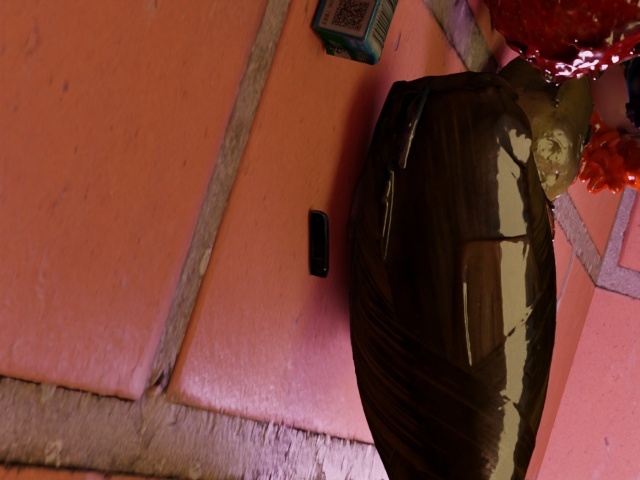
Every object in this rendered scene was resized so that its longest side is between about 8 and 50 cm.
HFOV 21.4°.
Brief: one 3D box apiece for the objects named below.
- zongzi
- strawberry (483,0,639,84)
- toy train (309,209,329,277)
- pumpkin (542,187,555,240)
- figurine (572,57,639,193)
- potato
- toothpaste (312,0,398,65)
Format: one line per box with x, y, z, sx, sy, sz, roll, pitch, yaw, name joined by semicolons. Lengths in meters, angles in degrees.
0.128;0.092;1.588;0.432;0.208;0.403;-89;179;-50;zongzi
0.281;-0.330;1.842;0.238;0.250;0.288;-23;111;-27;strawberry
0.000;0.000;1.555;0.083;0.017;0.017;90;20;-45;toy train
0.195;-0.019;1.928;0.111;0.163;0.278;-57;158;-43;pumpkin
0.441;-0.222;2.237;0.412;0.241;0.306;-46;-159;53;figurine
0.261;-0.140;2.066;0.248;0.143;0.169;-56;167;-49;potato
0.062;-0.283;1.426;0.065;0.050;0.266;43;64;-71;toothpaste
